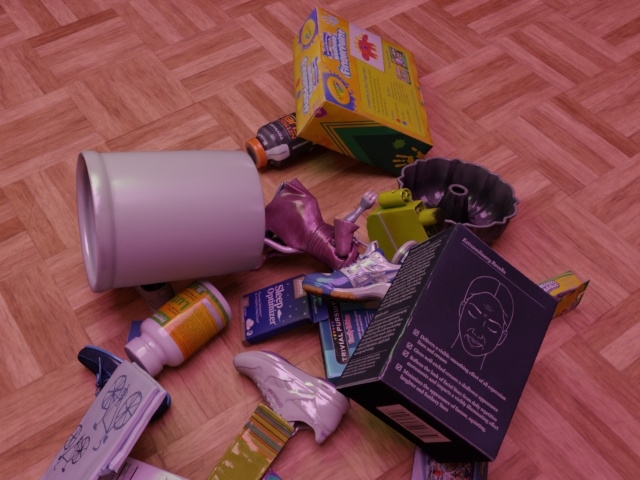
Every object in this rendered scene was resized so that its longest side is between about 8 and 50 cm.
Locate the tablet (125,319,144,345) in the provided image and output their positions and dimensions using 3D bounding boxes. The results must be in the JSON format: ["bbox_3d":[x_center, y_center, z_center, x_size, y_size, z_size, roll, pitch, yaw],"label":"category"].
[{"bbox_3d":[-0.454,0.236,1.811,0.054,0.006,0.083,1,50,2],"label":"tablet"}]

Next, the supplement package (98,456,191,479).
[{"bbox_3d":[-0.313,0.577,1.406,0.263,0.199,0.198,15,52,13],"label":"supplement package"}]

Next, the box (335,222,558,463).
[{"bbox_3d":[0.270,0.218,1.527,0.293,0.212,0.395,37,63,-10],"label":"box"}]

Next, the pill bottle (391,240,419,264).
[{"bbox_3d":[0.262,0.083,1.769,0.094,0.094,0.169,-35,58,-24],"label":"pill bottle"}]

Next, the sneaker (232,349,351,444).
[{"bbox_3d":[-0.089,0.351,1.644,0.305,0.114,0.152,22,68,25],"label":"sneaker"}]

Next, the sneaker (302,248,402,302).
[{"bbox_3d":[0.106,0.084,1.723,0.296,0.112,0.131,3,81,3],"label":"sneaker"}]

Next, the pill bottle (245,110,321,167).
[{"bbox_3d":[-0.100,-0.304,2.167,0.246,0.130,0.130,-28,56,-20],"label":"pill bottle"}]

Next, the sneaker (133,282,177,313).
[{"bbox_3d":[-0.456,0.075,1.871,0.105,0.115,0.281,-37,59,-25],"label":"sneaker"}]

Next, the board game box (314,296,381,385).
[{"bbox_3d":[0.165,0.224,1.766,0.336,0.079,0.253,-6,50,-4],"label":"board game box"}]

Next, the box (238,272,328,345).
[{"bbox_3d":[-0.095,0.165,1.792,0.225,0.036,0.136,-20,49,13],"label":"box"}]

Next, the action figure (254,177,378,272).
[{"bbox_3d":[0.000,0.000,1.845,0.370,0.248,0.276,32,59,27],"label":"action figure"}]

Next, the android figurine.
[{"bbox_3d":[0.224,-0.017,1.866,0.056,0.248,0.273,-41,20,-34],"label":"android figurine"}]

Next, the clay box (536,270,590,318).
[{"bbox_3d":[0.550,0.153,1.789,0.222,0.127,0.053,-20,54,-16],"label":"clay box"}]

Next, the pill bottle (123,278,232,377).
[{"bbox_3d":[-0.344,0.215,1.742,0.136,0.136,0.246,35,59,26],"label":"pill bottle"}]

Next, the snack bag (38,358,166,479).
[{"bbox_3d":[-0.453,0.412,1.466,0.037,0.323,0.342,39,74,-22],"label":"snack bag"}]

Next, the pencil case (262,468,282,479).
[{"bbox_3d":[-0.060,0.546,1.516,0.152,0.064,0.070,24,71,18],"label":"pencil case"}]

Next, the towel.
[{"bbox_3d":[-0.161,0.475,1.560,0.102,0.021,0.237,30,74,24],"label":"towel"}]

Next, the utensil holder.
[{"bbox_3d":[-0.361,-0.055,1.726,0.385,0.327,0.327,-5,49,-25],"label":"utensil holder"}]

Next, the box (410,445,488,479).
[{"bbox_3d":[0.267,0.538,1.532,0.159,0.044,0.233,10,52,9],"label":"box"}]

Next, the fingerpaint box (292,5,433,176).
[{"bbox_3d":[0.114,-0.443,2.163,0.371,0.163,0.444,18,46,-26],"label":"fingerpaint box"}]

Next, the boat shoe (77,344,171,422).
[{"bbox_3d":[-0.470,0.329,1.673,0.258,0.109,0.089,24,58,21],"label":"boat shoe"}]

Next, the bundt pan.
[{"bbox_3d":[0.359,-0.089,1.963,0.331,0.124,0.331,6,38,-5],"label":"bundt pan"}]
